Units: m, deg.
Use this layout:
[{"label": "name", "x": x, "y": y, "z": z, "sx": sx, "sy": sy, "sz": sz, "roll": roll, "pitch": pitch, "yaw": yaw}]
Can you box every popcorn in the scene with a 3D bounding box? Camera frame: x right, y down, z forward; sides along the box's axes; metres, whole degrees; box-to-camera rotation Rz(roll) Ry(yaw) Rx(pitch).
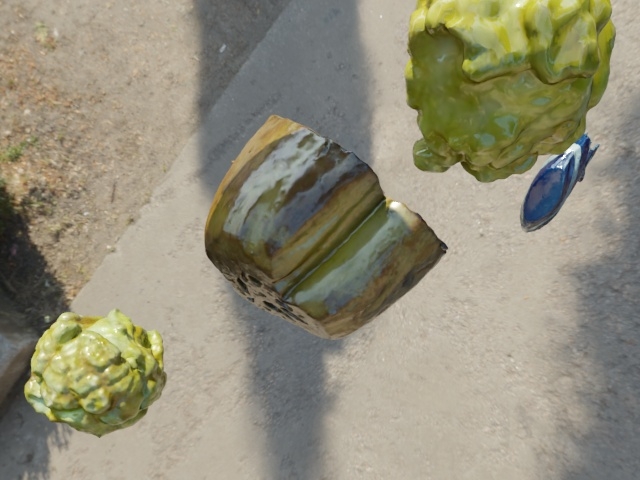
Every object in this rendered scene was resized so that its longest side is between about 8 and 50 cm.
[{"label": "popcorn", "x": 0.205, "y": -0.199, "z": 0.517, "sx": 0.242, "sy": 0.250, "sz": 0.235, "roll": -30, "pitch": 56, "yaw": -20}, {"label": "popcorn", "x": -0.512, "y": 0.316, "z": 1.079, "sx": 0.335, "sy": 0.279, "sz": 0.274, "roll": 41, "pitch": 67, "yaw": -29}]

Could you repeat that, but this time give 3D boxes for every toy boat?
[{"label": "toy boat", "x": 0.486, "y": -0.140, "z": 0.879, "sx": 0.070, "sy": 0.210, "sz": 0.292, "roll": 38, "pitch": 69, "yaw": 24}]

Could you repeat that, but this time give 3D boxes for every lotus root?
[{"label": "lotus root", "x": 0.000, "y": 0.000, "z": 0.620, "sx": 0.316, "sy": 0.316, "sz": 0.250, "roll": 35, "pitch": 78, "yaw": 12}]
